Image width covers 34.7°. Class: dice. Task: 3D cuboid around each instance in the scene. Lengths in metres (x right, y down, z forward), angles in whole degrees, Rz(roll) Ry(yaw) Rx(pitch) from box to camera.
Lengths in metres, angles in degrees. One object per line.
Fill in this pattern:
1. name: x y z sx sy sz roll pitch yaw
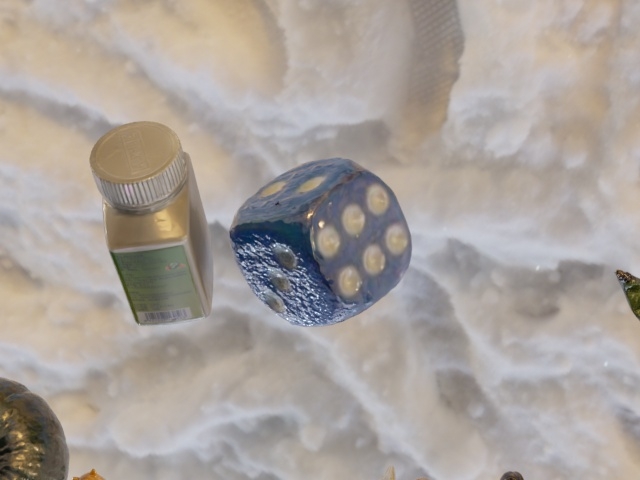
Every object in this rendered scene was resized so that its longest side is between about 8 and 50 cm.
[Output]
1. dice: 0.000 0.000 1.107 0.146 0.143 0.146 -3 123 50

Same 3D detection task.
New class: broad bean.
1. broad bean: 0.467 0.114 1.394 0.046 0.061 0.195 -43 81 11

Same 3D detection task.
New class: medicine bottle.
1. medicine bottle: -0.164 -0.021 1.024 0.088 0.132 0.188 -7 137 2

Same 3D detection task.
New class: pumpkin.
1. pumpkin: -0.396 0.261 1.184 0.212 0.211 0.152 13 160 22

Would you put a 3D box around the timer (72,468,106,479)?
1. timer: -0.352 0.444 1.674 0.132 0.132 0.152 -18 101 37

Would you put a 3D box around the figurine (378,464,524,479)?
1. figurine: 0.208 0.496 1.777 0.332 0.185 0.204 12 106 -22
